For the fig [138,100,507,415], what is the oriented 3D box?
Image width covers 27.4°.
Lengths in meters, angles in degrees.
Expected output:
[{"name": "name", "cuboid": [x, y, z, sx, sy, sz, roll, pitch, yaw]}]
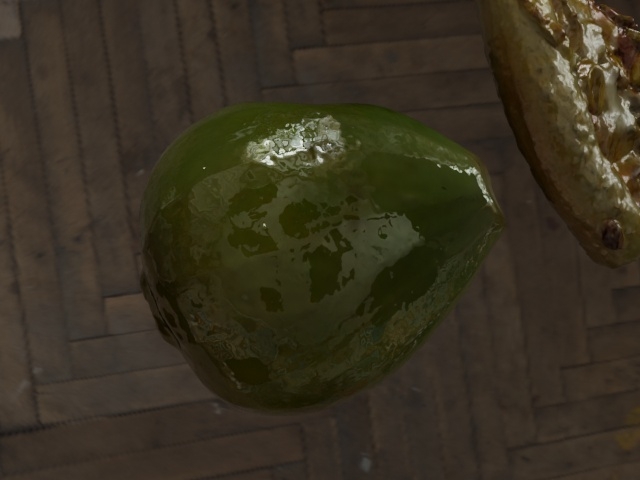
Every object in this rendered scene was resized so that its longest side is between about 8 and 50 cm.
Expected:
[{"name": "fig", "cuboid": [-0.007, -0.003, 0.856, 0.230, 0.207, 0.207, -37, 99, -18]}]

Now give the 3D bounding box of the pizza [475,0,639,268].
[{"name": "pizza", "cuboid": [0.168, -0.080, 0.774, 0.161, 0.062, 0.182, -24, 97, -47]}]
